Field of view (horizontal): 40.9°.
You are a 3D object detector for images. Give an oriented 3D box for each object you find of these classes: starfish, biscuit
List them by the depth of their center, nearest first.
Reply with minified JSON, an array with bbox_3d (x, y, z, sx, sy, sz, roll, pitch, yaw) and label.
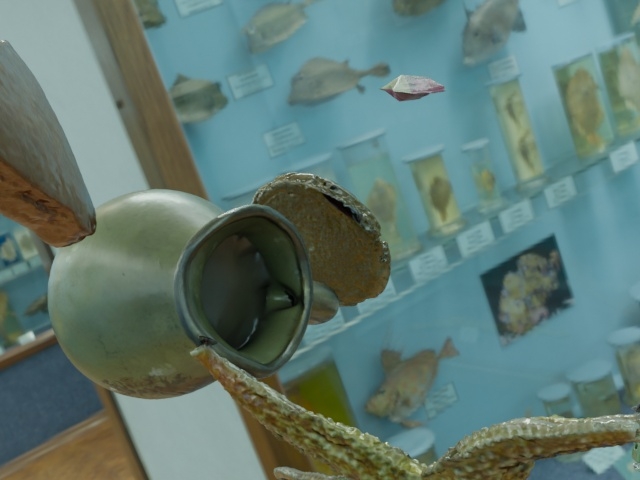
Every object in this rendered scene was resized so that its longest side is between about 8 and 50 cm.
[{"bbox_3d":[-0.188,-0.098,0.461,0.036,0.186,0.192,-28,-21,0],"label":"biscuit"},{"bbox_3d":[0.091,0.194,0.787,0.383,0.132,0.398,12,-18,24],"label":"starfish"},{"bbox_3d":[0.000,0.000,1.195,0.225,0.226,0.042,-10,27,42],"label":"biscuit"}]

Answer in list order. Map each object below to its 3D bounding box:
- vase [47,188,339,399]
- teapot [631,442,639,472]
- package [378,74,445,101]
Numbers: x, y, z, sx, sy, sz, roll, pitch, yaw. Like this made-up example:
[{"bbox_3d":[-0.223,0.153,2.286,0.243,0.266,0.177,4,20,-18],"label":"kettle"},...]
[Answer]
[{"bbox_3d":[-0.115,0.063,0.985,0.302,0.241,0.329,-5,-11,41],"label":"vase"},{"bbox_3d":[0.297,0.180,0.725,0.064,0.083,0.064,-49,13,4],"label":"teapot"},{"bbox_3d":[0.101,-0.169,0.950,0.059,0.029,0.083,-3,13,-7],"label":"package"}]
